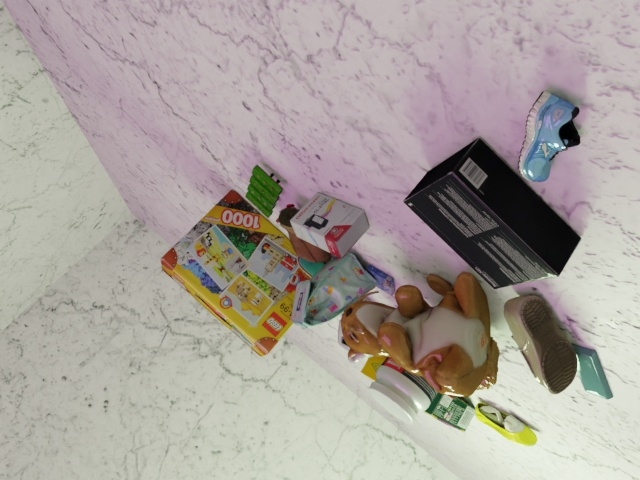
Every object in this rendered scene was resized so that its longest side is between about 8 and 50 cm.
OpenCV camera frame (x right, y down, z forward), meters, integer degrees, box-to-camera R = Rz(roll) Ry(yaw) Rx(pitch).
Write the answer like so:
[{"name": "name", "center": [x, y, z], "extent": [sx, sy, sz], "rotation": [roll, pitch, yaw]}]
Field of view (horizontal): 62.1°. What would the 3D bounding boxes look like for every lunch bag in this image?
[{"name": "lunch bag", "center": [0.016, 0.176, 1.696], "extent": [0.160, 0.262, 0.223], "rotation": [50, 165, -4]}]

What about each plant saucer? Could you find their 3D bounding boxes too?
[{"name": "plant saucer", "center": [0.630, 0.310, 1.246], "extent": [0.067, 0.018, 0.192], "rotation": [14, 145, 51]}, {"name": "plant saucer", "center": [0.319, 0.123, 1.428], "extent": [0.083, 0.013, 0.083], "rotation": [35, 159, 15]}]

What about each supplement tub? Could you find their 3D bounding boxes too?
[{"name": "supplement tub", "center": [0.297, 0.415, 1.683], "extent": [0.191, 0.272, 0.191], "rotation": [35, 158, 16]}]

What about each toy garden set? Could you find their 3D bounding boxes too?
[{"name": "toy garden set", "center": [-0.139, -0.129, 1.697], "extent": [0.204, 0.049, 0.244], "rotation": [43, 159, 1]}]

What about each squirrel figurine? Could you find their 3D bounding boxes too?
[{"name": "squirrel figurine", "center": [0.252, 0.267, 1.393], "extent": [0.370, 0.281, 0.397], "rotation": [-4, 152, 35]}]

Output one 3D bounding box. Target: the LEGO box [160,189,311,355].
[{"name": "LEGO box", "center": [-0.276, 0.123, 1.981], "extent": [0.500, 0.372, 0.193], "rotation": [41, 159, 0]}]

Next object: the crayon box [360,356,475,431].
[{"name": "crayon box", "center": [0.366, 0.556, 1.965], "extent": [0.313, 0.106, 0.363], "rotation": [25, 170, 40]}]

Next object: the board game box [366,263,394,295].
[{"name": "board game box", "center": [0.188, 0.124, 1.655], "extent": [0.090, 0.020, 0.090], "rotation": [31, 158, 28]}]

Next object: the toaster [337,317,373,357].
[{"name": "toaster", "center": [0.166, 0.339, 1.900], "extent": [0.227, 0.146, 0.129], "rotation": [19, 111, 47]}]

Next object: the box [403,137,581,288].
[{"name": "box", "center": [0.311, -0.040, 0.990], "extent": [0.261, 0.103, 0.184], "rotation": [43, 157, -5]}]

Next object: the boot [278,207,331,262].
[{"name": "boot", "center": [0.000, 0.000, 1.660], "extent": [0.236, 0.089, 0.269], "rotation": [21, 161, 20]}]

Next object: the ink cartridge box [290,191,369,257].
[{"name": "ink cartridge box", "center": [0.024, -0.045, 1.453], "extent": [0.175, 0.127, 0.072], "rotation": [25, 153, 36]}]

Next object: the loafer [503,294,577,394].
[{"name": "loafer", "center": [0.499, 0.229, 1.212], "extent": [0.268, 0.102, 0.092], "rotation": [63, 170, -17]}]

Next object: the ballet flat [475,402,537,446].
[{"name": "ballet flat", "center": [0.623, 0.619, 1.810], "extent": [0.231, 0.077, 0.077], "rotation": [18, 132, 51]}]

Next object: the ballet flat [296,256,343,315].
[{"name": "ballet flat", "center": [0.033, 0.141, 1.887], "extent": [0.316, 0.107, 0.106], "rotation": [52, 178, -12]}]

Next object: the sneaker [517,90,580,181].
[{"name": "sneaker", "center": [0.342, -0.141, 0.789], "extent": [0.073, 0.063, 0.162], "rotation": [26, 155, 28]}]
